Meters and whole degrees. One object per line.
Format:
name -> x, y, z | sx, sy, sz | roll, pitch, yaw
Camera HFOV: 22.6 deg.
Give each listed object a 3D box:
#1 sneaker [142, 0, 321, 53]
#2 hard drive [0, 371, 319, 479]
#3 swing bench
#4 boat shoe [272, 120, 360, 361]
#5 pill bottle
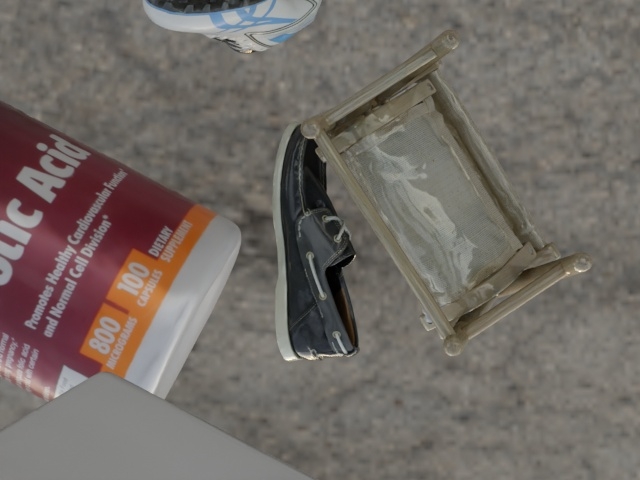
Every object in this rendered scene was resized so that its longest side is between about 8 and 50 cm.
sneaker -> -0.070, -0.191, 1.342 | 0.085, 0.237, 0.086 | 30, 113, 20
hard drive -> 0.036, 0.159, 0.456 | 0.353, 0.233, 0.047 | 26, 107, 12
swing bench -> 0.115, -0.045, 1.546 | 0.165, 0.253, 0.255 | -32, -179, 1
boat shoe -> 0.000, 0.000, 1.552 | 0.079, 0.233, 0.084 | -2, -179, 23
pill bottle -> -0.289, -0.003, 1.447 | 0.392, 0.224, 0.224 | 27, 143, 1
